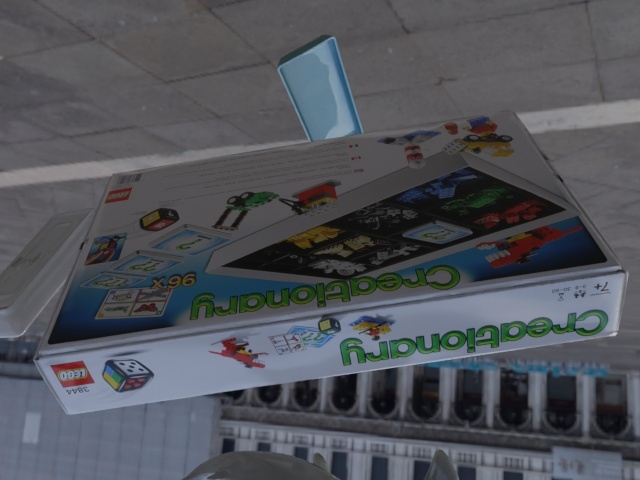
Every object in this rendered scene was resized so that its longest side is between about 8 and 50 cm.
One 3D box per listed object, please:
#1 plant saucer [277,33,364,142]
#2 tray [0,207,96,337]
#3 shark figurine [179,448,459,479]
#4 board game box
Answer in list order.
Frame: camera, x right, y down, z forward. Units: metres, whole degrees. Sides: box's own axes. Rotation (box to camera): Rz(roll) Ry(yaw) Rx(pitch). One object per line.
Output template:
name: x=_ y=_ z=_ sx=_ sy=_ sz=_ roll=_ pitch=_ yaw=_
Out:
plant saucer: x=0.004 y=-0.154 z=0.728 sx=0.067 sy=0.018 sz=0.192 roll=-29 pitch=151 yaw=0
tray: x=-0.422 y=0.035 z=0.968 sx=0.145 sy=0.270 sz=0.030 roll=-8 pitch=128 yaw=29
shark figurine: x=-0.027 y=0.185 z=0.393 sx=0.278 sy=0.166 sz=0.116 roll=19 pitch=-162 yaw=34
board game box: x=0.000 y=0.000 z=0.413 sx=0.306 sy=0.193 sz=0.053 roll=-8 pitch=126 yaw=3
